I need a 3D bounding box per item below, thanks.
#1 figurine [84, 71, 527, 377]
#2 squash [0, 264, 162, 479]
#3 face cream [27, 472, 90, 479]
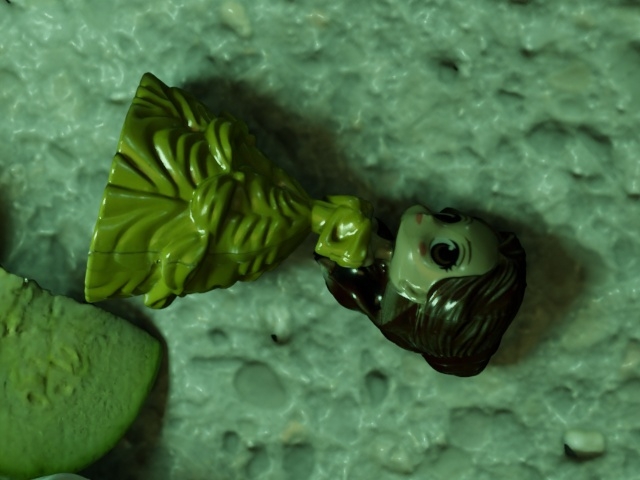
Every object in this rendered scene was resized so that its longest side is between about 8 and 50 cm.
[{"bbox_3d":[0.001,-0.004,1.204,0.315,0.187,0.168,14,99,-3],"label":"figurine"},{"bbox_3d":[-0.273,0.132,1.271,0.237,0.155,0.204,25,73,-36],"label":"squash"},{"bbox_3d":[-0.332,0.282,1.237,0.369,0.145,0.145,-15,99,23],"label":"face cream"}]
